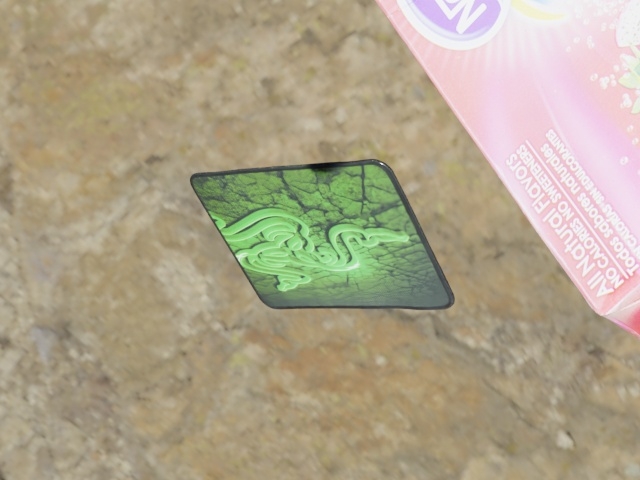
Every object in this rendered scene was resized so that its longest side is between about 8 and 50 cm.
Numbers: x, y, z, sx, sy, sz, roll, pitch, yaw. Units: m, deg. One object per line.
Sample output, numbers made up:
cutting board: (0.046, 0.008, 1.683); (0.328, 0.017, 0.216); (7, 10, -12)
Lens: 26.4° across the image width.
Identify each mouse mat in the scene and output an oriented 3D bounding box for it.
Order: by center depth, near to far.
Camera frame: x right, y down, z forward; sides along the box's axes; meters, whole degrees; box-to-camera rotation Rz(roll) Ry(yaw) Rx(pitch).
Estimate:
mouse mat: (0.000, 0.000, 1.064); (0.190, 0.152, 0.007); (-2, 42, 36)

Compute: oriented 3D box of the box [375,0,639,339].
box: (0.118, -0.100, 0.540); (0.142, 0.154, 0.300); (-42, 52, 17)
